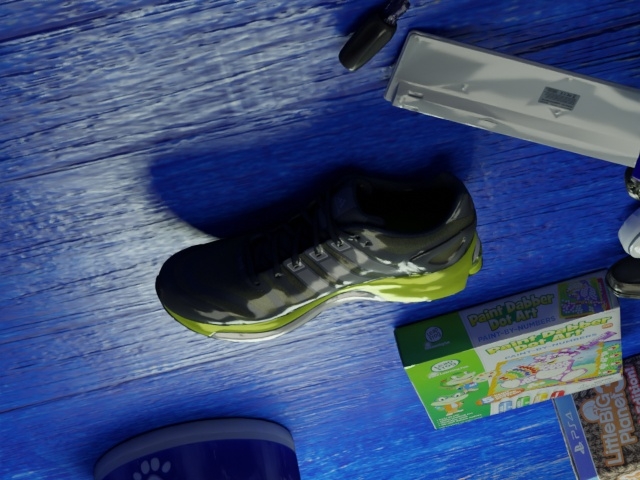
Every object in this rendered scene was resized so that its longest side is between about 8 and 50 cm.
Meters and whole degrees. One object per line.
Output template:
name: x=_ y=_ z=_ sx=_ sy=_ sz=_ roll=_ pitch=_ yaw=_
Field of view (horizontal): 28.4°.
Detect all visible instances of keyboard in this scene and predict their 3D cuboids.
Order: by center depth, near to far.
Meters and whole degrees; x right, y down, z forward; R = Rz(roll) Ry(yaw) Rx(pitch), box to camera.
keyboard: x=0.180 y=-0.104 z=0.977 sx=0.256 sy=0.014 sz=0.072 roll=13 pitch=132 yaw=-8

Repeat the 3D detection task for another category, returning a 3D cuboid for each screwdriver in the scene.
screwdriver: x=0.070 y=-0.177 z=0.884 sx=0.170 sy=0.024 sz=0.025 roll=-42 pitch=171 yaw=33

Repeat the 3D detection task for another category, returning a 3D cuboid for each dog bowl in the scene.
dog bowl: x=-0.155 y=0.328 z=1.637 sx=0.265 sy=0.104 sz=0.265 roll=-10 pitch=152 yaw=-6

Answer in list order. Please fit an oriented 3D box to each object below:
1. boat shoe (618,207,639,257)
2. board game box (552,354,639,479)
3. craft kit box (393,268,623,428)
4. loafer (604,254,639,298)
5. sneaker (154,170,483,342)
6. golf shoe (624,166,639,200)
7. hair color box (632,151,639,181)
boat shoe: x=0.423 y=-0.026 z=1.240 sx=0.258 sy=0.084 sz=0.095 roll=-24 pitch=151 yaw=21
board game box: x=0.491 y=0.243 z=1.714 sx=0.291 sy=0.141 sz=0.232 roll=-22 pitch=151 yaw=17
craft kit box: x=0.231 y=0.136 z=1.499 sx=0.250 sy=0.061 sz=0.246 roll=-17 pitch=150 yaw=7
loafer: x=0.381 y=0.013 z=1.334 sx=0.170 sy=0.062 sz=0.061 roll=-18 pitch=143 yaw=-8
sneaker: x=0.000 y=0.000 z=1.112 sx=0.300 sy=0.111 sz=0.121 roll=-14 pitch=143 yaw=-10
golf shoe: x=0.304 y=-0.126 z=1.033 sx=0.077 sy=0.094 sz=0.198 roll=25 pitch=125 yaw=7
hair color box: x=0.411 y=-0.101 z=0.963 sx=0.339 sy=0.110 sz=0.185 roll=3 pitch=109 yaw=-36
